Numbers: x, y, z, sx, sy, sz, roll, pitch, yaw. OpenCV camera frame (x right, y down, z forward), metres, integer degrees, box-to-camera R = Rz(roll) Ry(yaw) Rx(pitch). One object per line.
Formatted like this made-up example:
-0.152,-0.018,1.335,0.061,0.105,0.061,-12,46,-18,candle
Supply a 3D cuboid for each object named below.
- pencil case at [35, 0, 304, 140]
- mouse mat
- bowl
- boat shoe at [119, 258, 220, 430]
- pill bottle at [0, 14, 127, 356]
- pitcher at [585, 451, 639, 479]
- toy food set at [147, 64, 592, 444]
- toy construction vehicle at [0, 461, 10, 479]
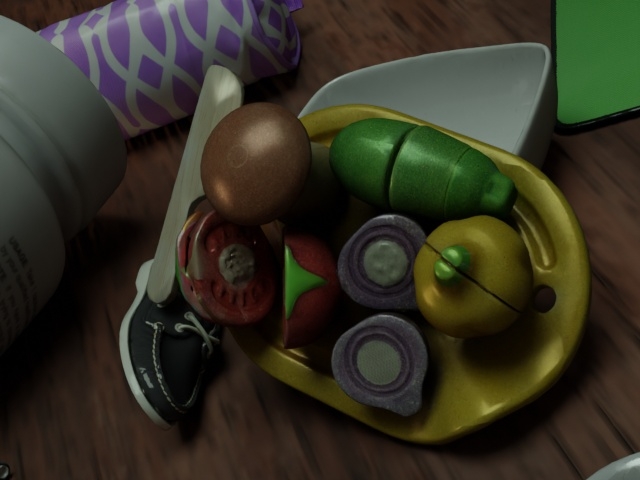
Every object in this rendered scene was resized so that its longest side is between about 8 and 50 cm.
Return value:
-0.114,-0.111,0.908,0.206,0.086,0.088,-17,7,16,pencil case
0.194,-0.129,0.763,0.153,0.007,0.189,-15,36,21,mouse mat
0.043,-0.029,0.695,0.142,0.053,0.142,-5,39,32,bowl
-0.066,0.042,0.691,0.038,0.046,0.125,-26,24,13,boat shoe
-0.234,0.018,0.741,0.160,0.160,0.283,4,44,41,pill bottle
0.145,0.092,0.405,0.207,0.125,0.178,-20,15,32,pitcher
0.000,0.000,0.596,0.218,0.071,0.128,22,90,31,toy food set
-0.170,0.133,0.651,0.086,0.035,0.098,10,49,45,toy construction vehicle
